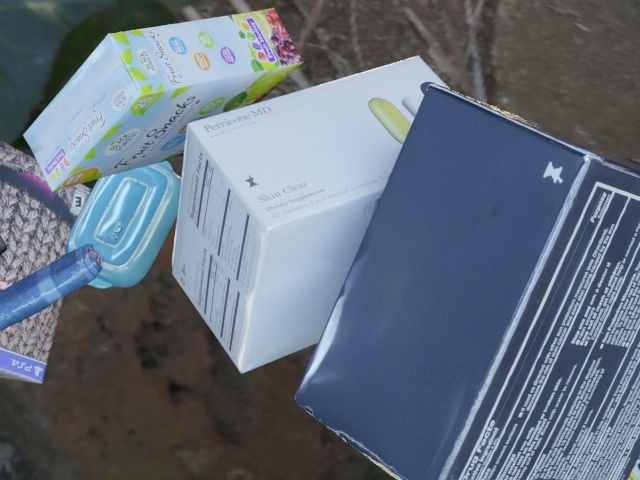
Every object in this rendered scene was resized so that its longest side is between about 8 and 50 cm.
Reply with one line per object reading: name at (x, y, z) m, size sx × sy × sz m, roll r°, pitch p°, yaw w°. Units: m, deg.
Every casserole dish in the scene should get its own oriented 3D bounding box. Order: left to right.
casserole dish at (-0.246, -0.030, 1.602) m, size 0.114 × 0.037 × 0.188 m, roll 22°, pitch 73°, yaw 11°

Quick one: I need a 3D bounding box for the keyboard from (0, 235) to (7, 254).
keyboard at (-0.265, 0.061, 0.752) m, size 0.038 × 0.192 × 0.100 m, roll 55°, pitch 154°, yaw 0°

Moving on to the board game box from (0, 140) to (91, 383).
board game box at (-0.470, 0.024, 1.754) m, size 0.141 × 0.232 × 0.291 m, roll 3°, pitch 75°, yaw 33°

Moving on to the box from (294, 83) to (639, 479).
box at (0.177, 0.054, 1.102) m, size 0.182 × 0.294 × 0.296 m, roll 31°, pitch 102°, yaw 40°

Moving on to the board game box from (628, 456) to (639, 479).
board game box at (0.371, 0.202, 1.515) m, size 0.275 × 0.144 × 0.142 m, roll 19°, pitch 140°, yaw 33°

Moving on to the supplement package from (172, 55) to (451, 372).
supplement package at (0.011, -0.029, 1.223) m, size 0.145 × 0.261 × 0.204 m, roll 51°, pitch 147°, yaw 31°

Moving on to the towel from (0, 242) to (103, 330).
towel at (-0.269, 0.047, 1.258) m, size 0.119 × 0.067 × 0.029 m, roll -29°, pitch 108°, yaw -2°

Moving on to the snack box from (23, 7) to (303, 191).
snack box at (-0.146, -0.133, 1.199) m, size 0.174 × 0.207 × 0.070 m, roll -38°, pitch 77°, yaw 44°
